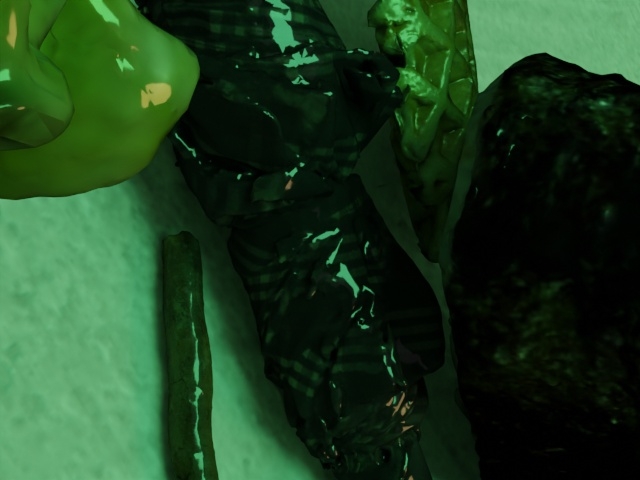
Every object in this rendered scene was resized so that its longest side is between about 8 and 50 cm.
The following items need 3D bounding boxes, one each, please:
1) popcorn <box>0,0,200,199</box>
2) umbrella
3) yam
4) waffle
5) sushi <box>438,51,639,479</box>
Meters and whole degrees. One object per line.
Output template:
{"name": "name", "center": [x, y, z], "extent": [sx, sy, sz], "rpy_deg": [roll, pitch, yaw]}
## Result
{"name": "popcorn", "center": [-0.218, -0.105, 0.414], "extent": [0.335, 0.279, 0.274], "rpy_deg": [66, 12, 25]}
{"name": "umbrella", "center": [0.003, -0.002, 0.698], "extent": [0.128, 0.154, 0.336], "rpy_deg": [-21, 87, -8]}
{"name": "yam", "center": [-0.066, 0.109, 0.673], "extent": [0.027, 0.029, 0.234], "rpy_deg": [2, 72, -17]}
{"name": "waffle", "center": [0.069, -0.102, 0.812], "extent": [0.208, 0.054, 0.214], "rpy_deg": [-67, 147, -70]}
{"name": "sushi", "center": [0.181, 0.028, 0.748], "extent": [0.348, 0.208, 0.234], "rpy_deg": [63, 39, -59]}
